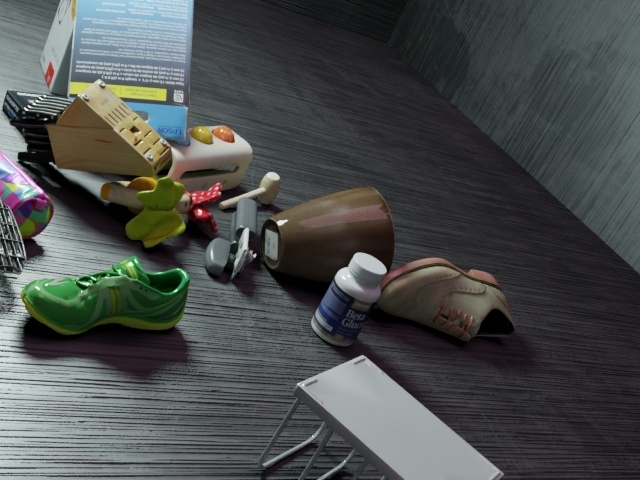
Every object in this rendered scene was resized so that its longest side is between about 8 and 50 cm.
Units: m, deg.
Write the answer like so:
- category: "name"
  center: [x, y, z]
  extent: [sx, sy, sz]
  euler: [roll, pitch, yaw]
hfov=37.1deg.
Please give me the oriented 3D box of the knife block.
- category: "knife block"
  center: [-0.460, -0.181, 1.854]
  extent: [0.276, 0.242, 0.088]
  euler: [43, 35, -9]

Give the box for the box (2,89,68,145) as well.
- category: "box"
  center: [-0.545, -0.250, 2.050]
  extent: [0.220, 0.051, 0.175]
  euler: [0, 36, -46]

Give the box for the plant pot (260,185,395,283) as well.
- category: "plant pot"
  center: [0.000, 0.000, 1.980]
  extent: [0.230, 0.215, 0.215]
  euler: [-5, 37, -28]

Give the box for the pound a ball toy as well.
- category: "pound a ball toy"
  center: [-0.239, -0.172, 2.117]
  extent: [0.208, 0.135, 0.319]
  euler: [38, 26, 22]

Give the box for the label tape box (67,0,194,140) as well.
- category: "label tape box"
  center: [-0.404, -0.371, 2.045]
  extent: [0.249, 0.347, 0.115]
  euler: [3, -14, -9]

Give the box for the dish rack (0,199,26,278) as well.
- category: "dish rack"
  center: [-0.595, -0.014, 1.462]
  extent: [0.271, 0.074, 0.208]
  euler: [11, 41, -42]

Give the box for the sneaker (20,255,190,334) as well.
- category: "sneaker"
  center: [-0.338, 0.076, 1.520]
  extent: [0.295, 0.123, 0.109]
  euler: [1, 35, -45]

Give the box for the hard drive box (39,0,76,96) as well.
- category: "hard drive box"
  center: [-0.574, -0.477, 2.254]
  extent: [0.089, 0.232, 0.181]
  euler: [11, 28, -32]

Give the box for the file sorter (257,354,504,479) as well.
- category: "file sorter"
  center: [0.081, 0.335, 1.382]
  extent: [0.278, 0.173, 0.193]
  euler: [38, 25, 22]

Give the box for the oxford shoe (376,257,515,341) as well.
- category: "oxford shoe"
  center: [0.279, 0.137, 2.053]
  extent: [0.397, 0.140, 0.146]
  euler: [5, 40, -38]

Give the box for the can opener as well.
- category: "can opener"
  center: [-0.172, -0.013, 1.941]
  extent: [0.093, 0.074, 0.280]
  euler: [24, 24, -9]

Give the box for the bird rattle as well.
- category: "bird rattle"
  center: [-0.316, -0.088, 1.890]
  extent: [0.207, 0.143, 0.253]
  euler: [16, 18, 14]

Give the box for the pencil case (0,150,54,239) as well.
- category: "pencil case"
  center: [-0.565, -0.104, 1.666]
  extent: [0.236, 0.104, 0.104]
  euler: [43, 27, 25]

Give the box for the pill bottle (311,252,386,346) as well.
- category: "pill bottle"
  center: [0.058, 0.111, 1.818]
  extent: [0.094, 0.169, 0.094]
  euler: [23, 24, -11]
